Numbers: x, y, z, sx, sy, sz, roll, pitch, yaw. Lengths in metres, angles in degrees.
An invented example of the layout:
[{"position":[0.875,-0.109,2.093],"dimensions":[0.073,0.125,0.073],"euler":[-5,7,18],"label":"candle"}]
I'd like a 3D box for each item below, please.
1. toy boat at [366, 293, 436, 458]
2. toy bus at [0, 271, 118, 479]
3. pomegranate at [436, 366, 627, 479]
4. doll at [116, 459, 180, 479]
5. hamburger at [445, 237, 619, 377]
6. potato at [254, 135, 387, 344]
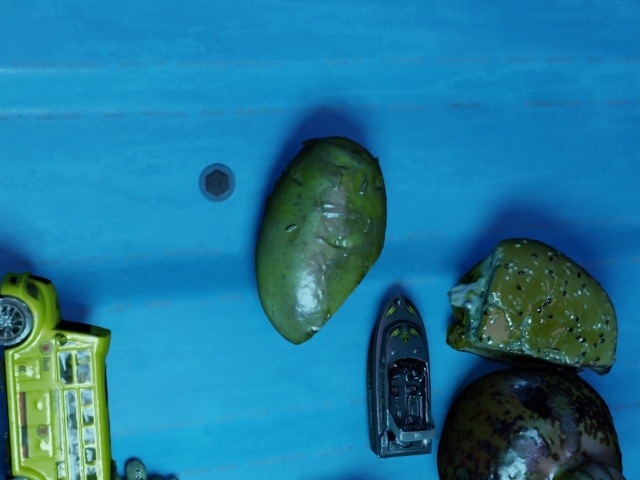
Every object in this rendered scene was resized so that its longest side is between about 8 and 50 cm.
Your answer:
[{"position":[0.118,0.200,1.726],"dimensions":[0.093,0.103,0.246],"euler":[0,87,-23],"label":"toy boat"},{"position":[-0.334,0.202,1.484],"dimensions":[0.152,0.144,0.330],"euler":[-3,92,-7],"label":"toy bus"},{"position":[0.323,0.326,1.684],"dimensions":[0.285,0.341,0.284],"euler":[-3,98,-22],"label":"pomegranate"},{"position":[-0.258,0.347,1.579],"dimensions":[0.150,0.077,0.115],"euler":[17,72,-12],"label":"doll"},{"position":[0.315,0.100,1.774],"dimensions":[0.288,0.168,0.192],"euler":[14,86,-23],"label":"hamburger"},{"position":[0.000,0.000,1.655],"dimensions":[0.176,0.141,0.298],"euler":[17,90,-10],"label":"potato"}]
